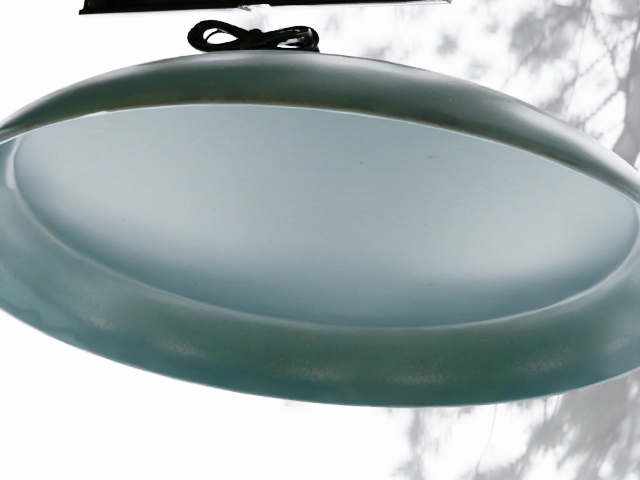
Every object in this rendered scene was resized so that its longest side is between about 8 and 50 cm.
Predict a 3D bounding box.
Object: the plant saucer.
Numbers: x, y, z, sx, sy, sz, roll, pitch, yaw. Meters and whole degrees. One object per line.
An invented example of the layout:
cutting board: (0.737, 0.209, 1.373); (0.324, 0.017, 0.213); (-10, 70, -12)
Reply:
plant saucer: (0.000, 0.000, 0.777); (0.317, 0.317, 0.044); (4, -113, 4)

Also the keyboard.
keyboard: (-0.025, -0.127, 0.870); (0.180, 0.023, 0.108); (0, -110, 19)
